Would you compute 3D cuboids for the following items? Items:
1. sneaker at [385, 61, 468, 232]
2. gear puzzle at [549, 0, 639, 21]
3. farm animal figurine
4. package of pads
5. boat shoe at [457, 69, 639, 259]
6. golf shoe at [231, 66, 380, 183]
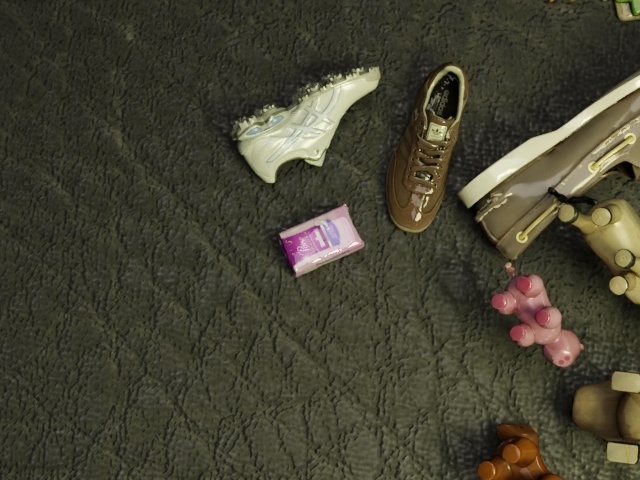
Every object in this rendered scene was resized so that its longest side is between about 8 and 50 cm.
[{"bbox_3d":[0.113,-0.104,1.540,0.066,0.071,0.188,13,78,2],"label":"sneaker"},{"bbox_3d":[0.390,-0.336,1.606,0.339,0.044,0.175,-7,78,-2],"label":"gear puzzle"},{"bbox_3d":[0.322,0.145,1.422,0.327,0.172,0.330,24,97,30],"label":"farm animal figurine"},{"bbox_3d":[0.000,0.000,1.537,0.083,0.032,0.050,-24,76,-5],"label":"package of pads"},{"bbox_3d":[0.304,-0.101,1.523,0.324,0.116,0.096,-33,85,-3],"label":"boat shoe"},{"bbox_3d":[-0.006,-0.126,1.559,0.176,0.069,0.086,-28,100,-3],"label":"golf shoe"}]
